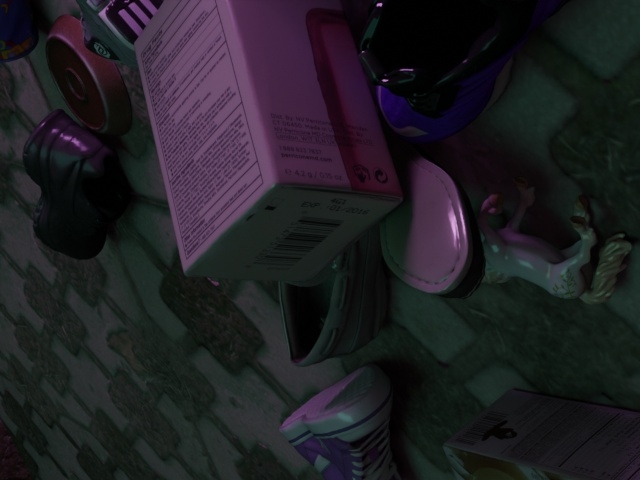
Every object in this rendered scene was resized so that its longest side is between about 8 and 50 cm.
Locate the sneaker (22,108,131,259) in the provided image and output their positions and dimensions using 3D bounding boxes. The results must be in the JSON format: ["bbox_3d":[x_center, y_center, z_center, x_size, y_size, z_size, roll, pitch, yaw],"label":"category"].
[{"bbox_3d":[-0.322,-0.050,1.647,0.130,0.109,0.286,28,152,15],"label":"sneaker"}]

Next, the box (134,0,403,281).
[{"bbox_3d":[-0.048,-0.100,0.980,0.148,0.127,0.232,-41,55,44],"label":"box"}]

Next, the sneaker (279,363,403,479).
[{"bbox_3d":[0.056,0.232,1.342,0.161,0.102,0.282,51,163,3],"label":"sneaker"}]

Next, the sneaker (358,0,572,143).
[{"bbox_3d":[0.077,-0.140,0.838,0.102,0.146,0.293,53,152,8],"label":"sneaker"}]

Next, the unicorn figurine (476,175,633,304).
[{"bbox_3d":[0.163,0.005,0.948,0.162,0.060,0.111,38,143,37],"label":"unicorn figurine"}]

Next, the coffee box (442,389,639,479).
[{"bbox_3d":[0.235,0.223,1.022,0.246,0.098,0.141,2,121,58],"label":"coffee box"}]

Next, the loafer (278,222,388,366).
[{"bbox_3d":[0.000,0.000,1.152,0.112,0.111,0.319,33,145,38],"label":"loafer"}]

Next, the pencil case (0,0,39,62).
[{"bbox_3d":[-0.438,-0.357,1.471,0.119,0.133,0.306,6,133,15],"label":"pencil case"}]

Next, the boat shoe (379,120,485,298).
[{"bbox_3d":[0.086,-0.022,0.966,0.069,0.081,0.227,33,-162,-32],"label":"boat shoe"}]

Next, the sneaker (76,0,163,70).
[{"bbox_3d":[-0.260,-0.277,1.315,0.228,0.086,0.132,54,155,3],"label":"sneaker"}]

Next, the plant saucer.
[{"bbox_3d":[-0.300,-0.202,1.521,0.168,0.029,0.168,39,149,29],"label":"plant saucer"}]
